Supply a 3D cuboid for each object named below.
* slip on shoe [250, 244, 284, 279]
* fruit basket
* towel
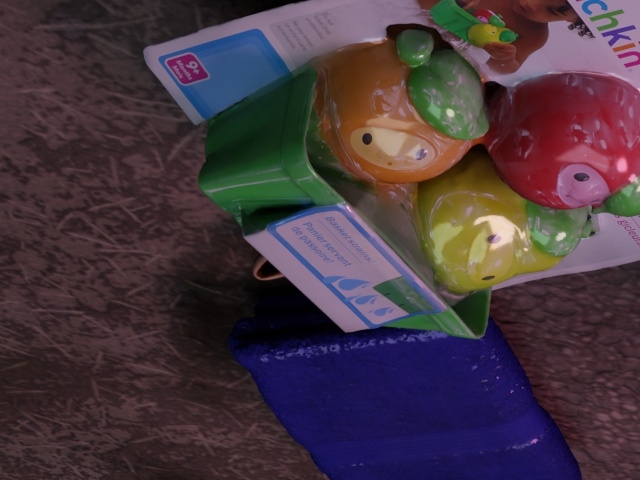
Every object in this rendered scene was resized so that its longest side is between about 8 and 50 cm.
[{"bbox_3d":[0.000,0.000,1.508,0.135,0.041,0.051,-11,142,34],"label":"slip on shoe"},{"bbox_3d":[0.111,-0.055,1.248,0.353,0.165,0.327,-7,144,34],"label":"fruit basket"},{"bbox_3d":[0.079,0.136,1.683,0.227,0.076,0.308,-9,143,21],"label":"towel"}]
